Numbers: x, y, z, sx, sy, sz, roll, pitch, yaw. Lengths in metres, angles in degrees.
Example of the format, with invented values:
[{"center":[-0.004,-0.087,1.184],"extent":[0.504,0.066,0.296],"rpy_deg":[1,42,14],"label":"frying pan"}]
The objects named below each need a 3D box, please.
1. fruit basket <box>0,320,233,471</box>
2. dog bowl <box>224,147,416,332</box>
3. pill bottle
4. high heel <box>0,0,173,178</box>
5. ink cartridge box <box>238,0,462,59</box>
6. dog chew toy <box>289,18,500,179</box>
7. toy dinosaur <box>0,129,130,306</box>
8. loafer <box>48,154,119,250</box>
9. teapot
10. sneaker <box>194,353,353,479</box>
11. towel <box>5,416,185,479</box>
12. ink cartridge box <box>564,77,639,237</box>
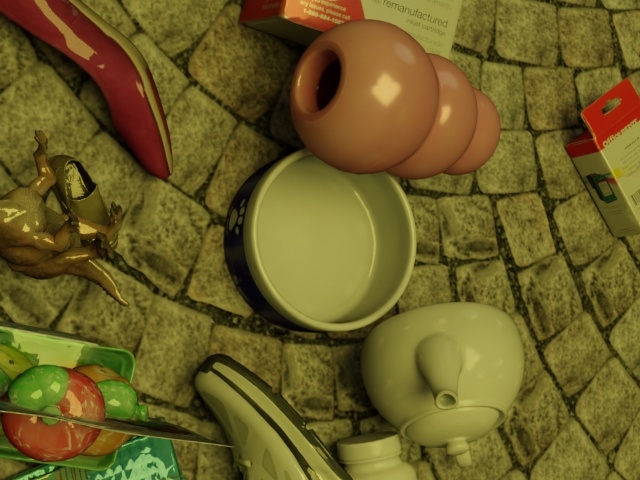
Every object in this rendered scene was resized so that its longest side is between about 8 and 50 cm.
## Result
[{"center":[-0.311,0.180,1.442],"extent":[0.327,0.353,0.165],"rpy_deg":[13,79,-26],"label":"fruit basket"},{"center":[0.000,0.000,1.771],"extent":[0.264,0.104,0.265],"rpy_deg":[4,82,-28],"label":"dog bowl"},{"center":[0.085,0.387,1.764],"extent":[0.121,0.121,0.216],"rpy_deg":[-10,89,-29],"label":"pill bottle"},{"center":[-0.331,-0.234,1.643],"extent":[0.181,0.127,0.377],"rpy_deg":[-22,100,0],"label":"high heel"},{"center":[0.076,-0.462,1.795],"extent":[0.279,0.160,0.385],"rpy_deg":[14,89,-25],"label":"ink cartridge box"},{"center":[0.120,-0.177,1.707],"extent":[0.331,0.206,0.207],"rpy_deg":[13,78,-40],"label":"dog chew toy"},{"center":[-0.372,-0.001,1.557],"extent":[0.296,0.200,0.127],"rpy_deg":[46,22,-44],"label":"toy dinosaur"},{"center":[-0.313,-0.047,1.637],"extent":[0.056,0.050,0.148],"rpy_deg":[-37,102,-26],"label":"loafer"},{"center":[0.180,0.214,1.756],"extent":[0.256,0.252,0.187],"rpy_deg":[10,59,-35],"label":"teapot"},{"center":[-0.075,0.377,1.627],"extent":[0.257,0.169,0.447],"rpy_deg":[-39,78,-9],"label":"sneaker"},{"center":[-0.320,0.416,1.589],"extent":[0.370,0.040,0.271],"rpy_deg":[-19,93,-29],"label":"towel"},{"center":[0.504,-0.138,2.073],"extent":[0.134,0.078,0.231],"rpy_deg":[-35,101,-27],"label":"ink cartridge box"}]
